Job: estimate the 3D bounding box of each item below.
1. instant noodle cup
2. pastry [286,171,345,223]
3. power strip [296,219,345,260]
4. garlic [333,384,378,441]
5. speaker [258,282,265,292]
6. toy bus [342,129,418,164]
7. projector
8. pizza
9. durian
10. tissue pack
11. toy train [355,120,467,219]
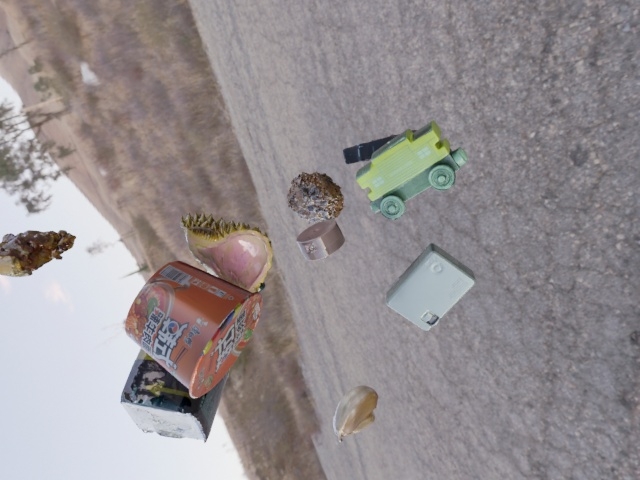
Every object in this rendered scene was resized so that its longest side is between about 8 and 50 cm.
[{"bbox_3d":[-0.266,0.169,1.053,0.192,0.250,0.250,30,158,12],"label":"instant noodle cup"},{"bbox_3d":[-0.019,-0.200,2.251,0.275,0.274,0.193,83,-157,-53],"label":"pastry"},{"bbox_3d":[0.000,0.000,1.661,0.078,0.154,0.154,63,170,-20],"label":"power strip"},{"bbox_3d":[0.121,0.650,1.910,0.110,0.228,0.217,31,127,32],"label":"garlic"},{"bbox_3d":[-0.269,0.180,2.067,0.060,0.075,0.094,28,-150,-35],"label":"speaker"},{"bbox_3d":[0.291,-0.439,2.376,0.408,0.092,0.093,-6,98,39],"label":"toy bus"},{"bbox_3d":[0.368,0.157,1.689,0.192,0.257,0.099,34,-156,-6],"label":"projector"},{"bbox_3d":[-0.606,0.014,1.056,0.154,0.194,0.069,8,114,30],"label":"pizza"},{"bbox_3d":[-0.263,0.009,1.311,0.195,0.185,0.305,27,170,49],"label":"durian"},{"bbox_3d":[-0.416,0.378,1.566,0.264,0.253,0.417,90,-171,-52],"label":"tissue pack"},{"bbox_3d":[0.344,-0.280,1.989,0.272,0.442,0.179,51,-151,-13],"label":"toy train"}]
